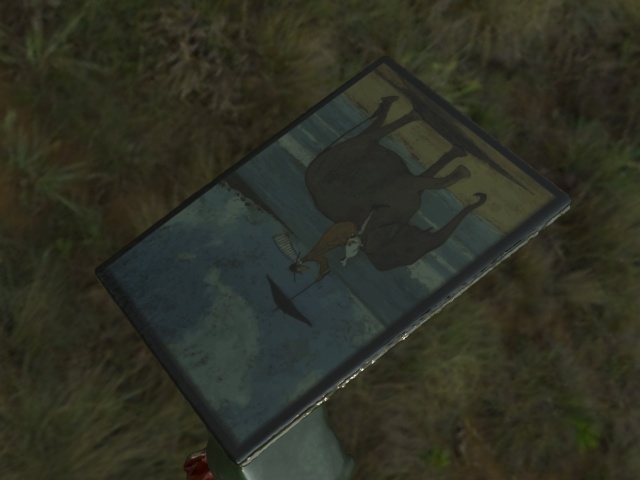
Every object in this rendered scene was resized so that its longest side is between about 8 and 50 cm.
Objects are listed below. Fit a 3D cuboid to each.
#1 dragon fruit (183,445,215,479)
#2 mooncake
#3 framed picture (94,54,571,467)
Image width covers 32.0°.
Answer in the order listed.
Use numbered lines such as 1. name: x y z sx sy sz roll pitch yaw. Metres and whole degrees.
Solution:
1. dragon fruit: -0.076 0.362 1.486 0.198 0.269 0.200 5 77 -49
2. mooncake: -0.040 0.202 1.166 0.168 0.104 0.175 8 91 -34
3. framed picture: 0.000 0.000 0.954 0.347 0.016 0.265 -37 51 -8
